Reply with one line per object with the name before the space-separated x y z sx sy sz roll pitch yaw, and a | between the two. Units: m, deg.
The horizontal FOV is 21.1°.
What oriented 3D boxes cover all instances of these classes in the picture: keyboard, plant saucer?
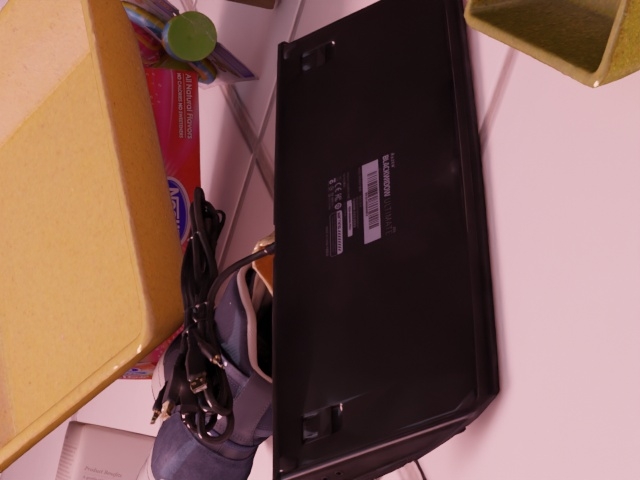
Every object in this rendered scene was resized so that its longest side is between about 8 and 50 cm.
keyboard | 0.000 0.000 0.924 0.201 0.033 0.317 -22 44 23
plant saucer | -0.210 -0.004 1.307 0.333 0.081 0.333 -37 57 42
plant saucer | 0.133 -0.164 0.727 0.188 0.045 0.188 -127 52 -71

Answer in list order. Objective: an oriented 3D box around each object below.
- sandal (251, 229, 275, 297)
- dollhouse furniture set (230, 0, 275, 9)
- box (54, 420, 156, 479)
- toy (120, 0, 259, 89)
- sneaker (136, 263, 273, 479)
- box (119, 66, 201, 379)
sandal | -0.001 0.022 0.981 0.088 0.079 0.240 123 155 -52
dollhouse furniture set | -0.065 -0.288 1.410 0.151 0.144 0.123 102 180 -66
box | -0.152 0.192 1.336 0.102 0.101 0.087 168 115 -73
toy | -0.145 -0.168 1.540 0.056 0.137 0.237 -53 14 -11
sneaker | -0.046 0.071 1.109 0.163 0.086 0.226 -61 12 22
box | -0.175 -0.013 1.453 0.122 0.128 0.257 152 118 -66
